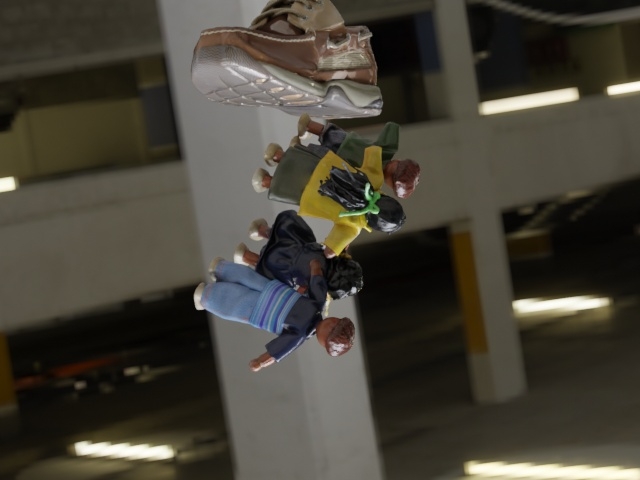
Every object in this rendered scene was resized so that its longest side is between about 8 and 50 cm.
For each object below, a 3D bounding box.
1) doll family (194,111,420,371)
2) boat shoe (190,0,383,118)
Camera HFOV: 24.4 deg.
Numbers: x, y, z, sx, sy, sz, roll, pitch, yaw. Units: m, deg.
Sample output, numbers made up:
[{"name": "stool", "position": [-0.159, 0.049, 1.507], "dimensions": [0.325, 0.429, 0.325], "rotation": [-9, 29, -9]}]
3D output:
[{"name": "doll family", "position": [0.000, 0.000, 0.977], "dimensions": [0.111, 0.193, 0.076], "rotation": [23, 175, 19]}, {"name": "boat shoe", "position": [-0.033, -0.192, 1.498], "dimensions": [0.123, 0.116, 0.324], "rotation": [2, 180, 22]}]
